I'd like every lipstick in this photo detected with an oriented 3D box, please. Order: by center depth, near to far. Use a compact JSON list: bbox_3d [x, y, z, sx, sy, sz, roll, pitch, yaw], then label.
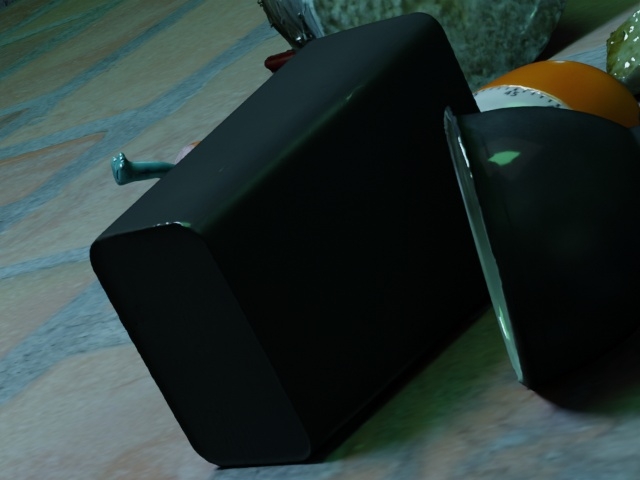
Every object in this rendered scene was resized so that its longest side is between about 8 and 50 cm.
[{"bbox_3d":[-0.005,-0.193,1.937,0.027,0.027,0.176,-35,17,-32],"label":"lipstick"}]

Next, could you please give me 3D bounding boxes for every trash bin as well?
[{"bbox_3d":[0.000,0.000,1.051,0.115,0.165,0.225,-10,24,43],"label":"trash bin"}]

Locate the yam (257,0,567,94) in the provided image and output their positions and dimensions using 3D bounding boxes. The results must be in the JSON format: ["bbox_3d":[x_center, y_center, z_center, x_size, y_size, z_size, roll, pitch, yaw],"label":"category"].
[{"bbox_3d":[0.065,-0.240,1.652,0.241,0.241,0.348,-27,13,-7],"label":"yam"}]

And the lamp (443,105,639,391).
[{"bbox_3d":[0.189,-0.025,0.933,0.227,0.147,0.172,-16,-7,2],"label":"lamp"}]

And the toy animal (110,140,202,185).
[{"bbox_3d":[-0.061,-0.062,1.494,0.208,0.100,0.103,-21,36,-16],"label":"toy animal"}]

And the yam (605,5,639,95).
[{"bbox_3d":[0.305,-0.178,1.283,0.259,0.106,0.106,-16,18,26],"label":"yam"}]

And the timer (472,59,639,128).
[{"bbox_3d":[0.143,-0.066,1.159,0.136,0.099,0.136,-17,28,9],"label":"timer"}]
